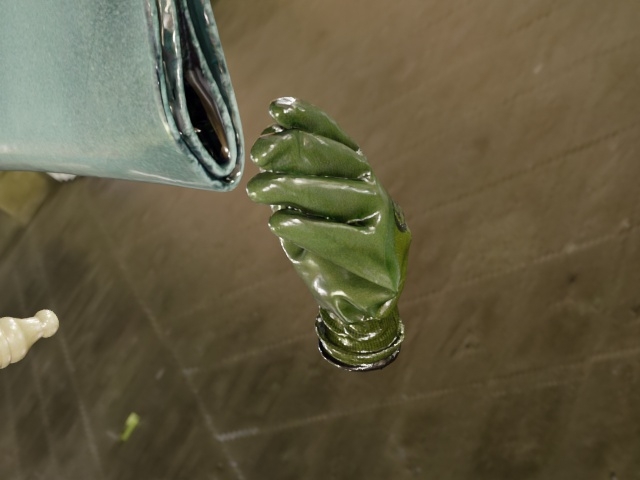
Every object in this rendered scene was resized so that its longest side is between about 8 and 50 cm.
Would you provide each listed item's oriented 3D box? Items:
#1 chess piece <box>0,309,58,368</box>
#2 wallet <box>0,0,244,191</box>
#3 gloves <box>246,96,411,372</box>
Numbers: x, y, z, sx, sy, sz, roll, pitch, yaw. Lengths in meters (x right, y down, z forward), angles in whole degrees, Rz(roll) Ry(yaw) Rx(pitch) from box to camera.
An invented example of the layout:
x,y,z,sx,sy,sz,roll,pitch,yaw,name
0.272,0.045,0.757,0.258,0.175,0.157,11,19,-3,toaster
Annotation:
x,y,z,sx,sy,sz,roll,pitch,yaw,name
-0.197,0.065,0.753,0.092,0.035,0.035,-24,1,-33,chess piece
-0.157,-0.165,0.640,0.251,0.290,0.054,6,24,45,wallet
0.011,-0.005,0.990,0.107,0.268,0.135,-41,48,-15,gloves
